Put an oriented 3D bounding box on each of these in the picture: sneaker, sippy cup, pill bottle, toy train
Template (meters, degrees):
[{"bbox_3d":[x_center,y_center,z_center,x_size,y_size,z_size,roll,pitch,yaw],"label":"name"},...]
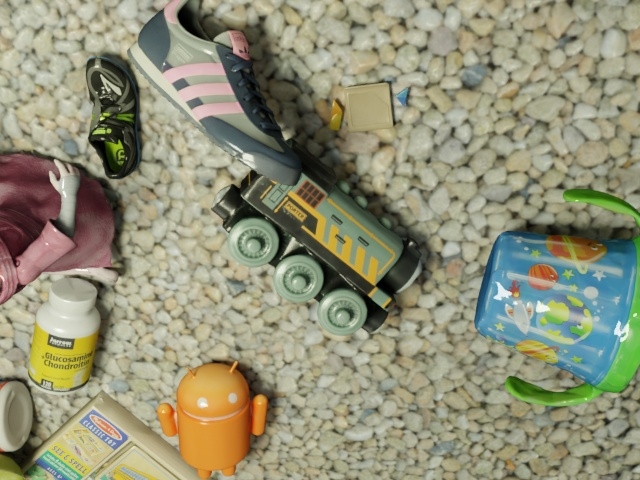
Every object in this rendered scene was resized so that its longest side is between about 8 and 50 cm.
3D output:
[{"bbox_3d":[-0.125,-0.210,1.062,0.319,0.112,0.131,43,105,11],"label":"sneaker"},{"bbox_3d":[0.357,0.088,1.167,0.224,0.240,0.305,14,76,9],"label":"sippy cup"},{"bbox_3d":[-0.426,0.159,1.302,0.103,0.103,0.184,16,115,-4],"label":"pill bottle"},{"bbox_3d":[-0.308,-0.178,1.154,0.067,0.078,0.188,-2,114,4],"label":"sneaker"},{"bbox_3d":[-0.639,0.314,1.375,0.222,0.124,0.124,-3,114,4],"label":"pill bottle"},{"bbox_3d":[0.000,0.000,1.191,0.334,0.142,0.190,39,102,-13],"label":"toy train"}]

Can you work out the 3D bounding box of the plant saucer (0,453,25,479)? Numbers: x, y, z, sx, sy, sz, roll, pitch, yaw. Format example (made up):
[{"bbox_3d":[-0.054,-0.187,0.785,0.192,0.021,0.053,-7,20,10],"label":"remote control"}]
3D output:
[{"bbox_3d":[-0.640,0.396,1.359,0.241,0.037,0.241,-1,154,0],"label":"plant saucer"}]

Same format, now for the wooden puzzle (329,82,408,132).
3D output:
[{"bbox_3d":[0.071,-0.198,1.157,0.117,0.014,0.078,1,119,4],"label":"wooden puzzle"}]

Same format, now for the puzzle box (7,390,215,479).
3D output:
[{"bbox_3d":[-0.351,0.496,1.480,0.272,0.052,0.409,-42,106,19],"label":"puzzle box"}]

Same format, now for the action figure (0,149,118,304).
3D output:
[{"bbox_3d":[-0.446,0.008,1.087,0.248,0.370,0.275,4,116,2],"label":"action figure"}]

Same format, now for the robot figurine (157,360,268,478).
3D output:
[{"bbox_3d":[-0.186,0.305,1.340,0.158,0.128,0.219,14,117,24],"label":"robot figurine"}]
